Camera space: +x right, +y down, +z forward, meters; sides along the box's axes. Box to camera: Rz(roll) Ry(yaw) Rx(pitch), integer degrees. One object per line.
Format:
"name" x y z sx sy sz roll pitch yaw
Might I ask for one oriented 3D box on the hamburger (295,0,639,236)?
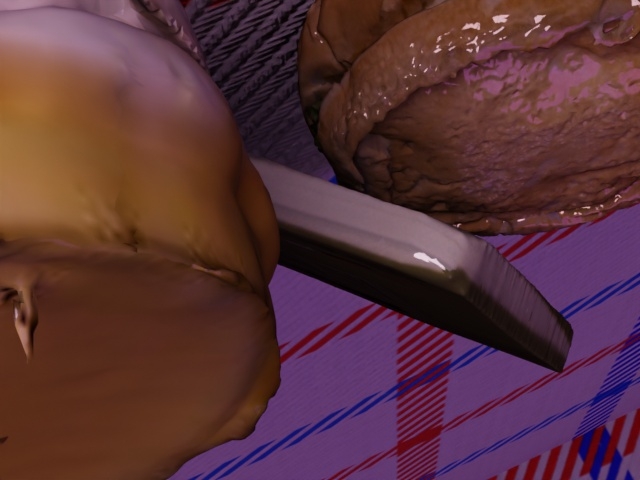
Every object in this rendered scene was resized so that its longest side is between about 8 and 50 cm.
"hamburger" 0.110 -0.101 0.739 0.243 0.146 0.286 0 156 -40

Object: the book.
"book" 0.000 0.000 0.785 0.035 0.239 0.352 -70 161 -4

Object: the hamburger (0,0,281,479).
"hamburger" -0.155 -0.028 0.454 0.276 0.237 0.276 -15 156 -7
